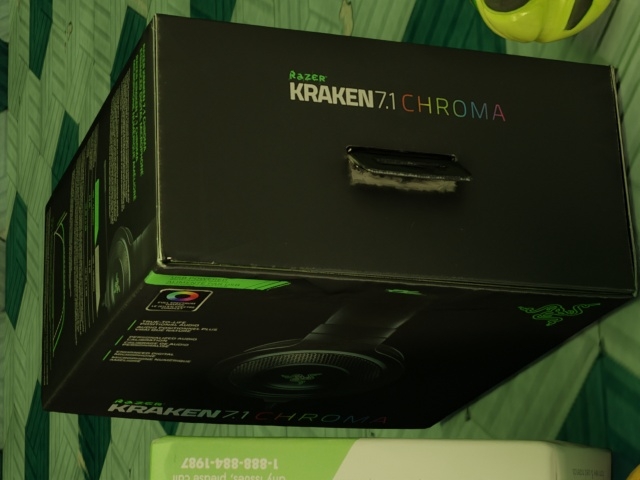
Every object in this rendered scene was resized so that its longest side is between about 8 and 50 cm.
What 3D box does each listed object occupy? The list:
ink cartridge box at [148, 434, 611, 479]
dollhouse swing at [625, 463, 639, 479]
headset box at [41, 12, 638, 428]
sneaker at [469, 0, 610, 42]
[{"bbox_3d":[0.028,0.272,0.870,0.119,0.207,0.353,21,-111,-67],"label":"ink cartridge box"},{"bbox_3d":[0.104,0.310,0.536,0.305,0.315,0.346,-36,47,29],"label":"dollhouse swing"},{"bbox_3d":[0.000,0.000,0.972,0.283,0.246,0.131,136,135,-61],"label":"headset box"},{"bbox_3d":[0.101,-0.252,0.931,0.123,0.109,0.295,-148,63,-64],"label":"sneaker"}]
